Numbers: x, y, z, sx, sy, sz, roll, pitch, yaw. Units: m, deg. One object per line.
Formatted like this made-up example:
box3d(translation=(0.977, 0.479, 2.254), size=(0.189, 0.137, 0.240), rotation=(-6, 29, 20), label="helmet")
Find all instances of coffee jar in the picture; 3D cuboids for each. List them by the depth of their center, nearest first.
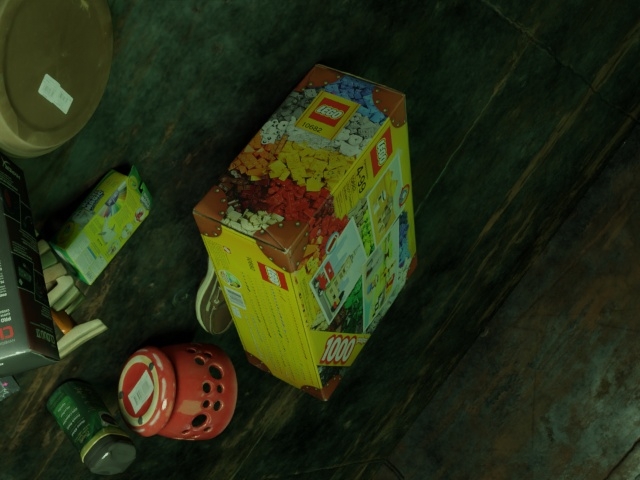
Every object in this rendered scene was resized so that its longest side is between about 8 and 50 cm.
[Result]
box3d(translation=(-0.416, 0.343, 1.689), size=(0.079, 0.184, 0.096), rotation=(-49, 148, 4), label="coffee jar")

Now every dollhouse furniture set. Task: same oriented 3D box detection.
box3d(translation=(-0.434, 0.059, 1.316), size=(0.135, 0.262, 0.259), rotation=(-36, 178, -13), label="dollhouse furniture set")

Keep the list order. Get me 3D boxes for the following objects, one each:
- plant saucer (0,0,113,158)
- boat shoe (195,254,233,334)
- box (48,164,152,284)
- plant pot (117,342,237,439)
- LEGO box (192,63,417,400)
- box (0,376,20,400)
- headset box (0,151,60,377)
box3d(translation=(-0.343, -0.234, 1.161), size=(0.278, 0.041, 0.278), rotation=(16, 90, -71), label="plant saucer")
box3d(translation=(-0.177, 0.100, 1.783), size=(0.095, 0.095, 0.258), rotation=(-22, 141, -34), label="boat shoe")
box3d(translation=(-0.340, -0.031, 1.465), size=(0.179, 0.043, 0.105), rotation=(-53, 152, -23), label="box")
box3d(translation=(-0.284, 0.288, 1.791), size=(0.174, 0.191, 0.191), rotation=(13, 116, -44), label="plant pot")
box3d(translation=(0.000, 0.000, 1.696), size=(0.372, 0.193, 0.500), rotation=(-54, 153, -26), label="LEGO box")
box3d(translation=(-0.560, 0.134, 1.312), size=(0.142, 0.163, 0.247), rotation=(-31, 145, -17), label="box")
box3d(translation=(-0.454, 0.060, 1.122), size=(0.218, 0.293, 0.110), rotation=(-15, 165, 0), label="headset box")
